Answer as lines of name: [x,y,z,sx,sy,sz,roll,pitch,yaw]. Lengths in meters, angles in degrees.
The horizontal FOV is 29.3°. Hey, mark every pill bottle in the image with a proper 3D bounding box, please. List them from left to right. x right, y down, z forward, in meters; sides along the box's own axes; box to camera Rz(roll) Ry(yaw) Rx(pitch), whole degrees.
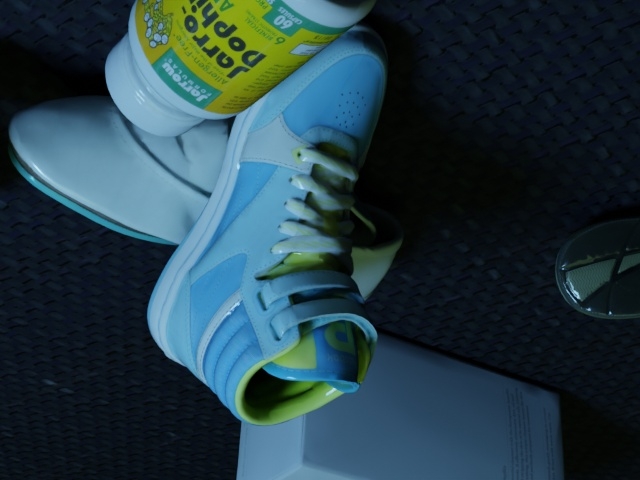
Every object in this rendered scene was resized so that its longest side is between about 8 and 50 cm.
pill bottle: [-0.065,-0.160,0.883,0.117,0.117,0.208,26,141,-32]

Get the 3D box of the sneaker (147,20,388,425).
sneaker: [0.000,0.000,0.938,0.127,0.208,0.319,16,107,-37]

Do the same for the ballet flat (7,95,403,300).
ballet flat: [-0.077,-0.051,1.067,0.139,0.139,0.400,-26,142,36]

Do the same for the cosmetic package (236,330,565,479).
cosmetic package: [0.099,0.236,1.414,0.365,0.197,0.155,21,144,-23]

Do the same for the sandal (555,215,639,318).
sandal: [0.375,0.019,1.161,0.303,0.120,0.086,1,175,6]
